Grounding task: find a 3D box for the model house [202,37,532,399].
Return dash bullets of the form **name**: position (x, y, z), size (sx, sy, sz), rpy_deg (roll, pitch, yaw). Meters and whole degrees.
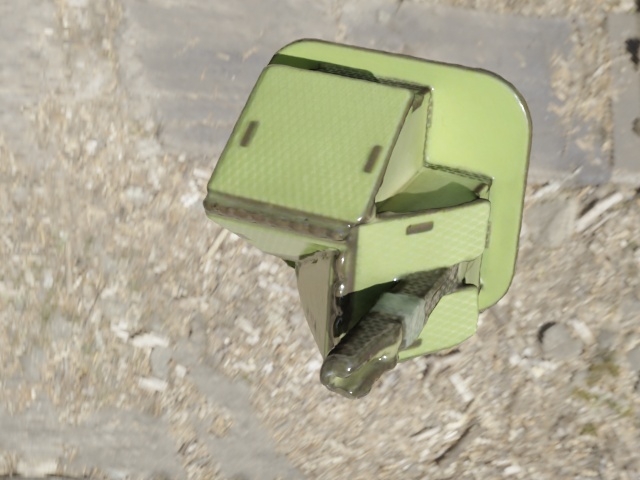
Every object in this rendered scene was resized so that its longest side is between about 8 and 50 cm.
- **model house**: position (0.000, 0.000, 0.945), size (0.218, 0.205, 0.278), rpy_deg (13, 29, 22)
